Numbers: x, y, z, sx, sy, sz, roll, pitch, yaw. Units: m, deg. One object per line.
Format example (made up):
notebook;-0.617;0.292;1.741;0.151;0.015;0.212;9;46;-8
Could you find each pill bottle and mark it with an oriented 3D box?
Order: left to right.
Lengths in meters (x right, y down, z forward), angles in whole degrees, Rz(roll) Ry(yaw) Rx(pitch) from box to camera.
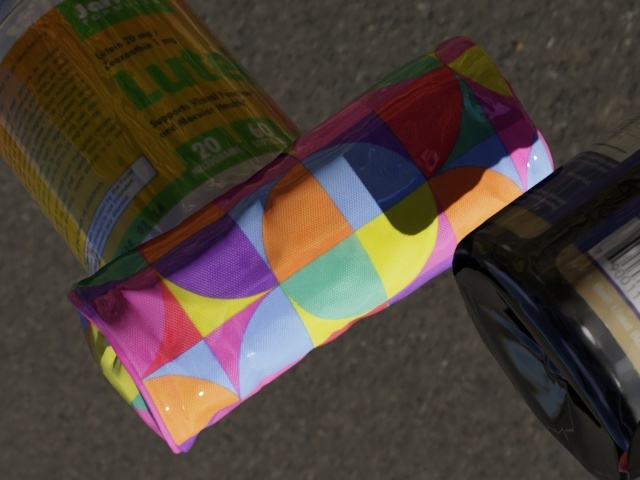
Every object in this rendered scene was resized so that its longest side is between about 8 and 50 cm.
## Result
pill bottle;-0.106;-0.066;0.884;0.245;0.136;0.136;50;148;28
pill bottle;0.171;-0.010;0.625;0.123;0.219;0.123;54;172;11

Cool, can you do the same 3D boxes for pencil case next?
pencil case;0.000;0.000;0.747;0.104;0.236;0.104;54;167;18

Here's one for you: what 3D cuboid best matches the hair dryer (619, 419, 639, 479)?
hair dryer;0.190;0.178;0.401;0.223;0.080;0.293;4;123;48
